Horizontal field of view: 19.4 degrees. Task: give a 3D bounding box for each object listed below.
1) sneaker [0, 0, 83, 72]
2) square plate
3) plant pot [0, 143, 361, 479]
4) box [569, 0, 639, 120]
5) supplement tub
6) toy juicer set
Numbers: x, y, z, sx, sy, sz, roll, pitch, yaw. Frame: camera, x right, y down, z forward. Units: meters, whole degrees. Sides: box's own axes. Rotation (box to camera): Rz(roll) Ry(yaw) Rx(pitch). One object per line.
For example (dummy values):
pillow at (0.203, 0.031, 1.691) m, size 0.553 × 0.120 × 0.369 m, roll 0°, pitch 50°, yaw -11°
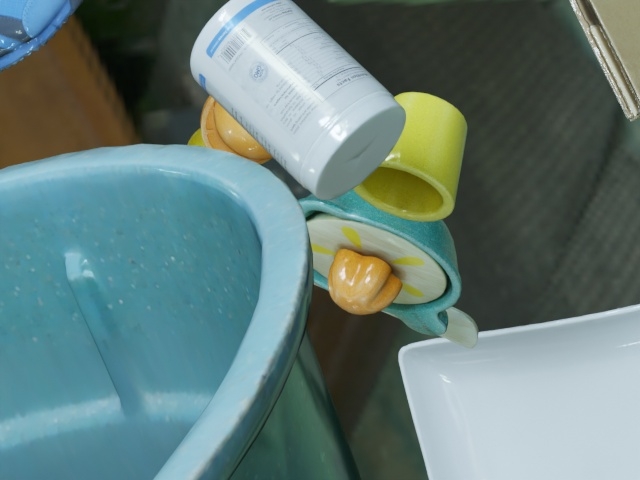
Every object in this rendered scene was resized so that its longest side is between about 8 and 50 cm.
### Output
sneaker at (-0.203, -0.137, 1.048) m, size 0.209 × 0.082 × 0.069 m, roll -27°, pitch 41°, yaw 36°
square plate at (0.278, 0.231, 1.784) m, size 0.049 × 0.344 × 0.347 m, roll -39°, pitch -63°, yaw -71°
plant pot at (-0.092, 0.200, 0.531) m, size 0.341 × 0.341 × 0.334 m, roll 17°, pitch 137°, yaw 59°
box at (0.279, -0.191, 1.509) m, size 0.021 × 0.201 × 0.164 m, roll -35°, pitch 78°, yaw 48°
supplement tub at (-0.013, -0.081, 1.019) m, size 0.107 × 0.071 × 0.071 m, roll 45°, pitch 141°, yaw 19°
toy juicer set at (0.000, 0.000, 1.291) m, size 0.329 × 0.209 × 0.089 m, roll 79°, pitch -151°, yaw -62°
